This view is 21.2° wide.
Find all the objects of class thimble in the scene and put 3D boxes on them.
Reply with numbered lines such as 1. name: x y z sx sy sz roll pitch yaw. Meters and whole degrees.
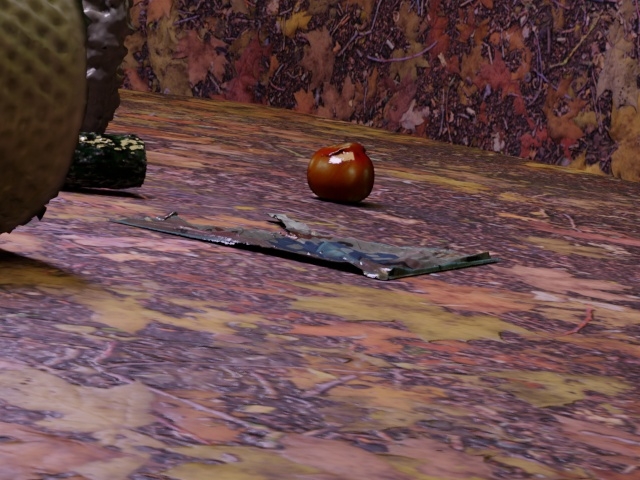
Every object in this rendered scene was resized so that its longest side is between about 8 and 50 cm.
1. thimble: -0.317 -0.133 1.302 0.270 0.271 0.150 13 10 33

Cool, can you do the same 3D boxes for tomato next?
1. tomato: 0.026 -0.085 2.126 0.087 0.075 0.087 4 8 -1

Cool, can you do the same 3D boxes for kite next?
1. kite: 0.000 -0.001 1.641 0.406 0.014 0.368 6 7 -18

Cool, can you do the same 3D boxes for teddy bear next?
1. teddy bear: -0.442 -0.236 2.307 0.367 0.225 0.357 5 -7 -8

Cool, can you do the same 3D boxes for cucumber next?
1. cucumber: -0.330 -0.092 1.811 0.293 0.068 0.067 4 8 -22
